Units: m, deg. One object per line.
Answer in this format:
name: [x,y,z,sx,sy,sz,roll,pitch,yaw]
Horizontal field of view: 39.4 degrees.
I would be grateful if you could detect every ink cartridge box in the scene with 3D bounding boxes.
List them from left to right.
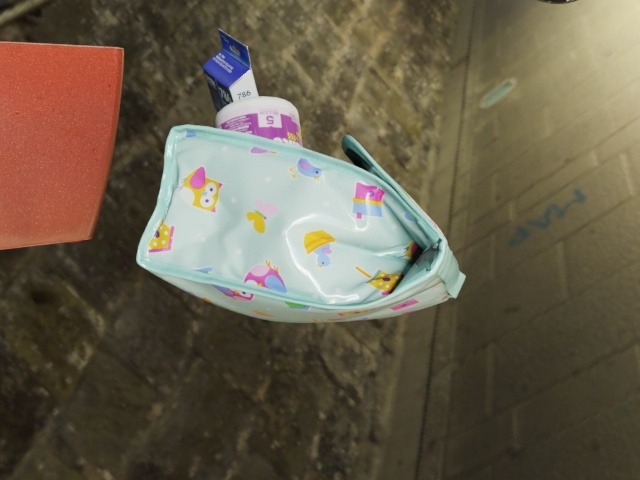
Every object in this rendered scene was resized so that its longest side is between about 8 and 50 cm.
ink cartridge box: [-0.172,-0.268,1.899,0.065,0.333,0.165,-23,33,-17]

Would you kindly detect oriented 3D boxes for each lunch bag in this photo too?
lunch bag: [0.000,0.000,0.821,0.223,0.262,0.160,44,-124,-75]

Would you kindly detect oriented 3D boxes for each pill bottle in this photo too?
pill bottle: [-0.107,-0.108,1.718,0.169,0.169,0.301,-25,68,47]

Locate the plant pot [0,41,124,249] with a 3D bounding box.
plant pot: [-0.411,-0.107,1.112,0.267,0.236,0.267,-9,5,-42]

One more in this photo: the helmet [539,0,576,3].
helmet: [0.353,-0.435,1.340,0.169,0.161,0.169,-53,21,31]
